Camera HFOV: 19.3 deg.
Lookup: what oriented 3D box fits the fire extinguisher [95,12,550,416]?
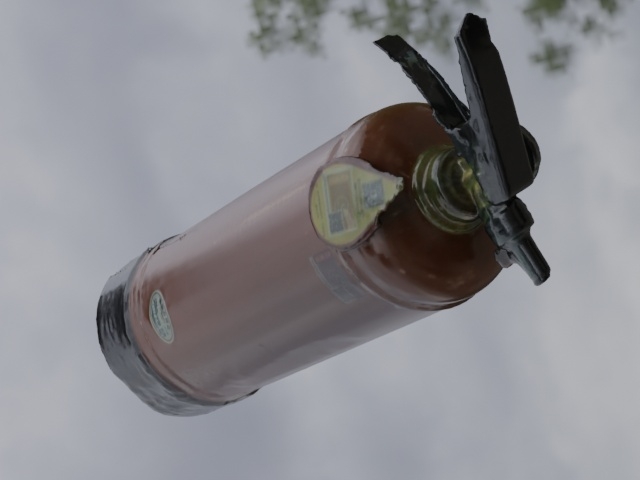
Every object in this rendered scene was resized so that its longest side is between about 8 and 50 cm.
[{"bbox_3d":[0.000,0.000,0.447,0.050,0.177,0.062,-31,-89,-34],"label":"fire extinguisher"}]
